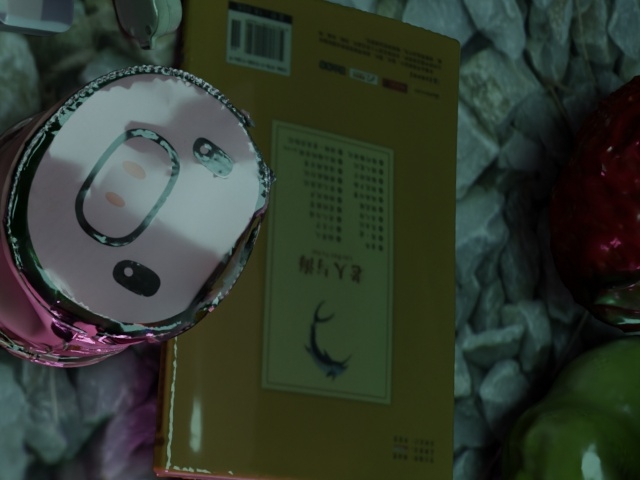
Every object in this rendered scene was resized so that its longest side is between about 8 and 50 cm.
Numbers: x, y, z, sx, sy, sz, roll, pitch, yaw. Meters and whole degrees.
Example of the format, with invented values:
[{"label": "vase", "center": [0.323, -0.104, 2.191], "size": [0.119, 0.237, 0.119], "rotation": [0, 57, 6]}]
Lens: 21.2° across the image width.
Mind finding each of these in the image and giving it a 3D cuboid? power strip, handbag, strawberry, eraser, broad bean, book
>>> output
[{"label": "power strip", "center": [-0.139, -0.233, 1.244], "size": [0.030, 0.047, 0.191], "rotation": [-19, 101, -41]}, {"label": "handbag", "center": [-0.144, -0.015, 1.160], "size": [0.179, 0.116, 0.205], "rotation": [36, 67, -14]}, {"label": "strawberry", "center": [0.325, -0.048, 1.499], "size": [0.257, 0.257, 0.277], "rotation": [44, 31, -29]}, {"label": "eraser", "center": [-0.205, -0.199, 1.204], "size": [0.065, 0.026, 0.105], "rotation": [4, 85, -41]}, {"label": "broad bean", "center": [0.274, 0.201, 1.509], "size": [0.291, 0.119, 0.238], "rotation": [9, 83, -38]}, {"label": "book", "center": [0.000, 0.000, 1.321], "size": [0.269, 0.032, 0.389], "rotation": [13, 74, -33]}]

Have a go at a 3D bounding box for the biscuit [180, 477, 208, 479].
[{"label": "biscuit", "center": [-0.020, 0.181, 1.325], "size": [0.290, 0.041, 0.208], "rotation": [-39, 107, -34]}]
